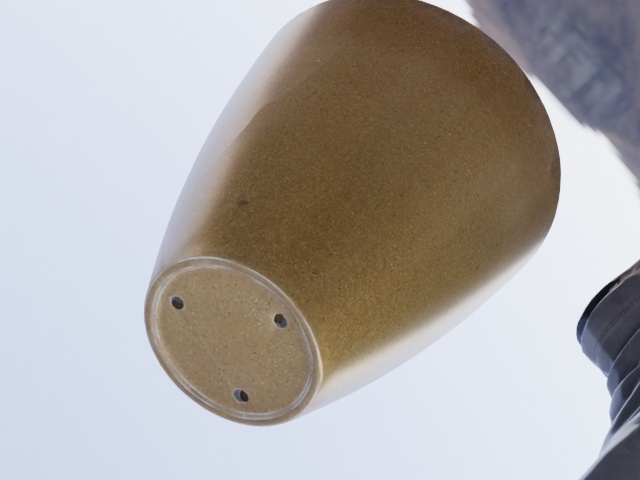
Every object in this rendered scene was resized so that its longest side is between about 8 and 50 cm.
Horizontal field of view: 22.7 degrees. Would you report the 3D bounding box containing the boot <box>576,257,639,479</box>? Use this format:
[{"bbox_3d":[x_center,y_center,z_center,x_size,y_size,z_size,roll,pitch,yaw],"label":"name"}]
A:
[{"bbox_3d":[0.203,0.130,1.014,0.118,0.338,0.223,53,-168,-37],"label":"boot"}]

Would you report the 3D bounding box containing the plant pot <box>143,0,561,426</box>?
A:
[{"bbox_3d":[0.000,0.000,1.017,0.237,0.237,0.254,46,-139,-4],"label":"plant pot"}]
